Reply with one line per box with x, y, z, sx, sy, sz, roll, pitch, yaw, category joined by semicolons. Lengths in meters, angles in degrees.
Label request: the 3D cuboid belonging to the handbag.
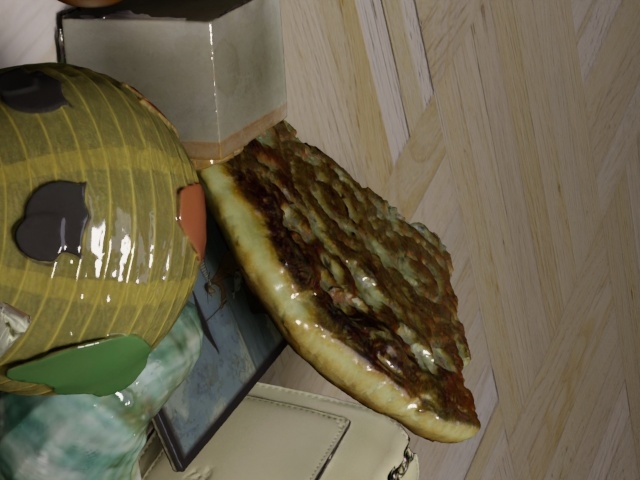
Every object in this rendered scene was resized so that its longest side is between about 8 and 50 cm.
-0.078;0.300;1.705;0.358;0.236;0.160;-56;142;-45;handbag

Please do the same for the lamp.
-0.224;-0.011;1.322;0.284;0.250;0.250;2;96;-40;lamp

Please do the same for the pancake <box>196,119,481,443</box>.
0.000;0.004;1.765;0.427;0.067;0.305;42;29;-20;pancake

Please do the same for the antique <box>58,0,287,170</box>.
-0.124;-0.141;1.587;0.146;0.152;0.148;-40;129;-58;antique

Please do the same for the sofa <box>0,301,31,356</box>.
-0.310;0.099;1.088;0.225;0.210;0.176;-56;162;-22;sofa

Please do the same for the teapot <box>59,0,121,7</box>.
-0.173;-0.273;1.466;0.252;0.135;0.178;-21;112;-63;teapot

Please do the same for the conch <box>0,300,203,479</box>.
-0.187;0.116;1.515;0.220;0.195;0.277;156;-82;-82;conch

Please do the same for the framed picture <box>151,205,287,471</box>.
-0.102;0.018;1.762;0.347;0.016;0.265;-47;123;-51;framed picture
